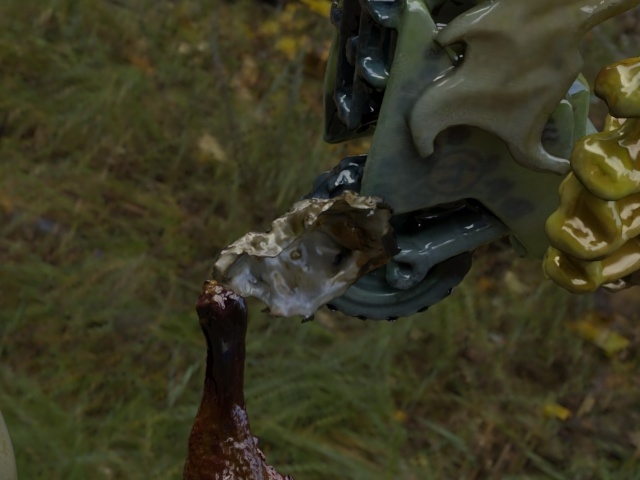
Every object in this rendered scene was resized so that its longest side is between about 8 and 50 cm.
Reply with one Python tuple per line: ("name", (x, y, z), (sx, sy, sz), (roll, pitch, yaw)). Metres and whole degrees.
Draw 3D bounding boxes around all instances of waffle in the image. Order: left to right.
("waffle", (0.205, -0.074, 0.720), (0.229, 0.219, 0.057), (-31, 63, -24))

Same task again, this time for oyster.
("oyster", (-0.001, 0.003, 0.884), (0.051, 0.103, 0.148), (57, 12, 29))

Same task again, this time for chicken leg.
("chicken leg", (-0.054, 0.229, 1.340), (0.096, 0.158, 0.407), (-79, 148, -69))

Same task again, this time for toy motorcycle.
("toy motorcycle", (0.108, -0.122, 0.912), (0.237, 0.410, 0.168), (-5, 37, -15))

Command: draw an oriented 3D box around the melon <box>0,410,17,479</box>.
("melon", (-0.464, 0.223, 1.505), (0.330, 0.268, 0.268), (64, 22, -5))
